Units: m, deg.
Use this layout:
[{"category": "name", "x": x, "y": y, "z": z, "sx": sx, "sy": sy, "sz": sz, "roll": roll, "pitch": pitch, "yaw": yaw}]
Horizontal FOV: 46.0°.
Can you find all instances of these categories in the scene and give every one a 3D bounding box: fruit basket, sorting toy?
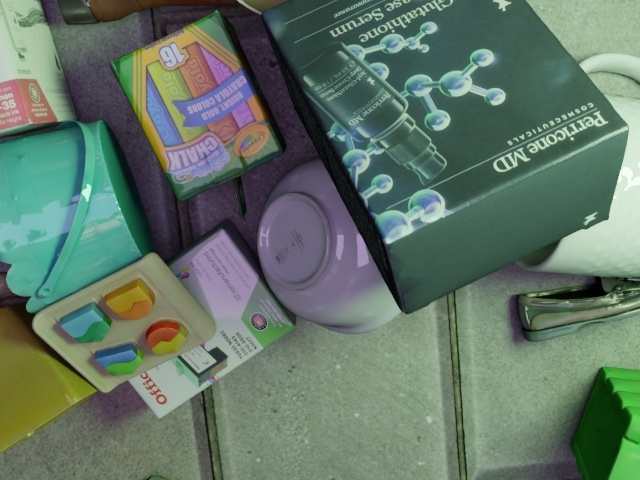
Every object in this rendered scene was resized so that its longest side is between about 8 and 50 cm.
[{"category": "fruit basket", "x": 0.621, "y": 0.351, "z": 1.186, "sx": 0.392, "sy": 0.392, "sz": 0.283, "roll": 17, "pitch": 99, "yaw": -5}, {"category": "sorting toy", "x": -0.286, "y": 0.132, "z": 1.122, "sx": 0.208, "sy": 0.038, "sz": 0.193, "roll": -29, "pitch": 129, "yaw": 3}]

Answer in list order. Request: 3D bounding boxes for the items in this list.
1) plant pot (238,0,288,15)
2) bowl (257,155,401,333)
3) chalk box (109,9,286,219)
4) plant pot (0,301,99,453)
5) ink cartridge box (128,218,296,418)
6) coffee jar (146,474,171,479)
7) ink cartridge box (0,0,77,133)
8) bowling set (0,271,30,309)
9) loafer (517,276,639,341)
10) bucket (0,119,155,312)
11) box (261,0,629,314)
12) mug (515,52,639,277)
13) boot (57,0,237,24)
[{"category": "plant pot", "x": -0.030, "y": -0.457, "z": 1.110, "sx": 0.284, "sy": 0.191, "sz": 0.284, "roll": 0, "pitch": 101, "yaw": -2}, {"category": "bowl", "x": 0.000, "y": 0.000, "z": 1.139, "sx": 0.298, "sy": 0.134, "sz": 0.297, "roll": -1, "pitch": 89, "yaw": 40}, {"category": "chalk box", "x": -0.163, "y": -0.175, "z": 1.163, "sx": 0.179, "sy": 0.180, "sz": 0.289, "roll": -25, "pitch": 101, "yaw": 3}, {"category": "plant pot", "x": -0.485, "y": 0.214, "z": 1.216, "sx": 0.212, "sy": 0.212, "sz": 0.187, "roll": -34, "pitch": 88, "yaw": 4}, {"category": "ink cartridge box", "x": -0.209, "y": 0.128, "z": 1.244, "sx": 0.278, "sy": 0.117, "sz": 0.201, "roll": -35, "pitch": 99, "yaw": 5}, {"category": "coffee jar", "x": -0.306, "y": 0.516, "z": 1.329, "sx": 0.096, "sy": 0.079, "sz": 0.184, "roll": 30, "pitch": 98, "yaw": -7}, {"category": "ink cartridge box", "x": -0.485, "y": -0.298, "z": 1.111, "sx": 0.117, "sy": 0.207, "sz": 0.283, "roll": -14, "pitch": 100, "yaw": 4}, {"category": "bowling set", "x": -0.606, "y": 0.068, "z": 1.227, "sx": 0.287, "sy": 0.154, "sz": 0.200, "roll": -29, "pitch": 81, "yaw": 5}, {"category": "loafer", "x": 0.467, "y": 0.096, "z": 1.277, "sx": 0.268, "sy": 0.096, "sz": 0.084, "roll": -18, "pitch": 94, "yaw": 3}, {"category": "bucket", "x": -0.376, "y": -0.043, "z": 1.138, "sx": 0.183, "sy": 0.281, "sz": 0.281, "roll": -19, "pitch": 100, "yaw": -4}, {"category": "box", "x": 0.143, "y": -0.161, "z": 0.967, "sx": 0.294, "sy": 0.212, "sz": 0.395, "roll": -26, "pitch": 61, "yaw": -1}, {"category": "mug", "x": 0.481, "y": -0.124, "z": 1.169, "sx": 0.328, "sy": 0.276, "sz": 0.374, "roll": 4, "pitch": 70, "yaw": -9}, {"category": "boot", "x": -0.277, "y": -0.476, "z": 1.147, "sx": 0.280, "sy": 0.096, "sz": 0.264, "roll": -10, "pitch": 100, "yaw": -1}]
